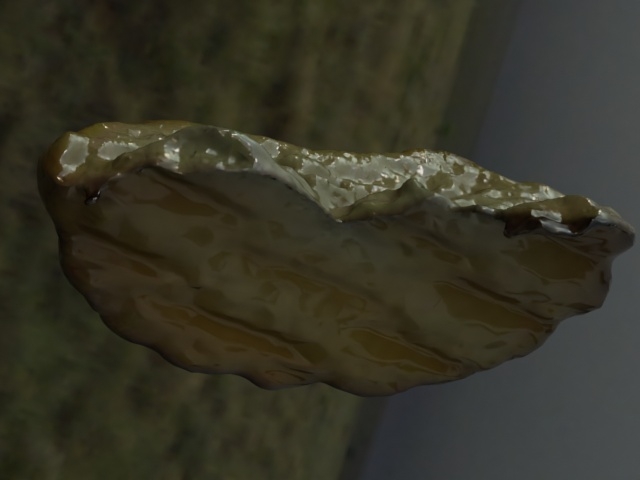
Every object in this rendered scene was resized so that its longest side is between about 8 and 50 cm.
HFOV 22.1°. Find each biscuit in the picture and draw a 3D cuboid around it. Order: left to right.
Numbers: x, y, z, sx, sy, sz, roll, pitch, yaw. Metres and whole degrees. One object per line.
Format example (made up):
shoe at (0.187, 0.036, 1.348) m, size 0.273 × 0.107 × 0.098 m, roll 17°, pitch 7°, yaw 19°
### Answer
biscuit at (0.000, 0.000, 0.529) m, size 0.118 × 0.183 × 0.061 m, roll 108°, pitch -15°, yaw -52°
